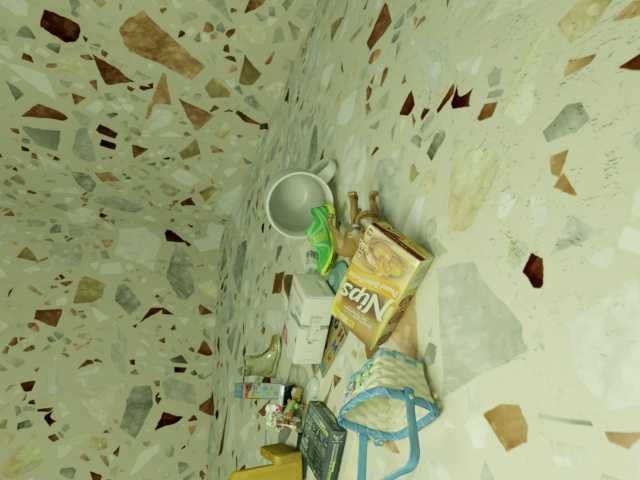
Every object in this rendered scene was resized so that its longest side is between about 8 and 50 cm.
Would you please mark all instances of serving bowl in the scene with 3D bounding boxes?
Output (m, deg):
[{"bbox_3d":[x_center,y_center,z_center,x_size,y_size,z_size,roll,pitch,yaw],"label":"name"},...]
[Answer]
[{"bbox_3d":[-0.033,0.562,1.678,0.083,0.027,0.083,-168,90,-68],"label":"serving bowl"}]

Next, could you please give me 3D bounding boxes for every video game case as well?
[{"bbox_3d":[-0.143,0.670,1.775,0.190,0.022,0.173,60,-145,-73],"label":"video game case"}]

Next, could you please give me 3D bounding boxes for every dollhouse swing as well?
[{"bbox_3d":[-0.233,0.951,1.578,0.315,0.305,0.347,150,121,-61],"label":"dollhouse swing"}]

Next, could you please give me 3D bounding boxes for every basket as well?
[{"bbox_3d":[0.154,0.433,1.057,0.289,0.201,0.255,-88,23,-47],"label":"basket"}]

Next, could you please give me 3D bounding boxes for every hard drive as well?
[{"bbox_3d":[-0.070,0.809,1.657,0.094,0.022,0.135,168,111,-66],"label":"hard drive"}]

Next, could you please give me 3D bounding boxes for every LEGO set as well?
[{"bbox_3d":[-0.104,0.649,1.644,0.287,0.107,0.132,12,-102,-68],"label":"LEGO set"}]

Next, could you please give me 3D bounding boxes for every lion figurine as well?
[{"bbox_3d":[0.119,-0.020,1.491,0.392,0.142,0.240,124,144,-71],"label":"lion figurine"}]

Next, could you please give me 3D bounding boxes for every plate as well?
[{"bbox_3d":[0.054,0.169,1.632,0.188,0.024,0.188,-170,90,-68],"label":"plate"}]

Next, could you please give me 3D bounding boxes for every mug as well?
[{"bbox_3d":[-0.078,-0.213,1.898,0.374,0.276,0.328,-45,19,3],"label":"mug"}]

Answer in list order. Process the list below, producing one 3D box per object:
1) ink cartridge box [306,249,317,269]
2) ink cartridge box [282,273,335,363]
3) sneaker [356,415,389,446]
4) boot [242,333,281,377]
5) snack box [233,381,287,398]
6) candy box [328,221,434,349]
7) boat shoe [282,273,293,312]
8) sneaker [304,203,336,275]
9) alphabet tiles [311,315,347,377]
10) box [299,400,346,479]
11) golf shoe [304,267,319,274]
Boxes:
[{"bbox_3d":[-0.003,0.083,1.727,0.029,0.115,0.063,-36,46,42],"label":"ink cartridge box"},{"bbox_3d":[-0.051,0.292,1.669,0.207,0.117,0.283,-128,45,-63],"label":"ink cartridge box"},{"bbox_3d":[0.119,0.535,1.255,0.211,0.080,0.081,146,134,-62],"label":"sneaker"},{"bbox_3d":[-0.284,0.553,2.103,0.077,0.165,0.213,-166,86,-67],"label":"boot"},{"bbox_3d":[-0.261,0.666,1.941,0.174,0.207,0.070,147,131,-59],"label":"snack box"},{"bbox_3d":[0.163,0.128,1.237,0.183,0.087,0.316,40,120,31],"label":"candy box"},{"bbox_3d":[-0.131,0.275,1.958,0.277,0.098,0.096,-104,34,-44],"label":"boat shoe"},{"bbox_3d":[0.000,0.000,1.705,0.109,0.123,0.295,82,-171,-65],"label":"sneaker"},{"bbox_3d":[0.019,0.339,1.682,0.285,0.011,0.342,-110,38,-52],"label":"alphabet tiles"},{"bbox_3d":[0.003,0.681,1.493,0.233,0.059,0.183,-168,89,-69],"label":"box"},{"bbox_3d":[-0.045,0.153,1.828,0.069,0.086,0.176,157,123,-66],"label":"golf shoe"}]
